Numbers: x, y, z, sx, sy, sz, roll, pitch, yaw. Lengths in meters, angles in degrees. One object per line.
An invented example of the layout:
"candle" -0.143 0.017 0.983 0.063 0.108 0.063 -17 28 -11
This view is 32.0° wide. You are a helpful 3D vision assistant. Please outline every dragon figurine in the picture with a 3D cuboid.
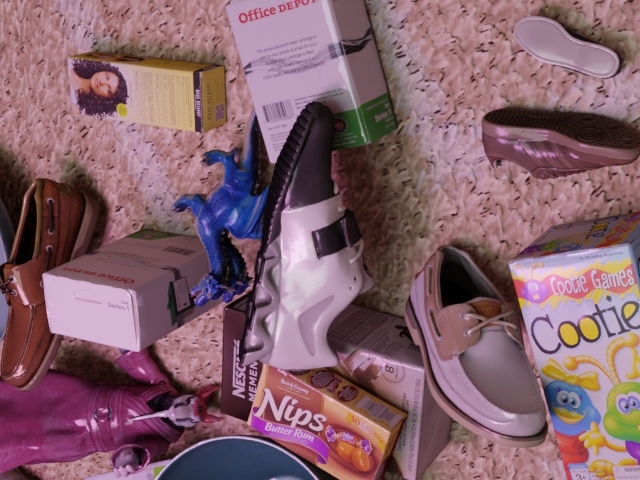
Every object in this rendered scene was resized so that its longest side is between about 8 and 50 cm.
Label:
"dragon figurine" -0.100 -0.051 1.482 0.144 0.085 0.289 37 100 15

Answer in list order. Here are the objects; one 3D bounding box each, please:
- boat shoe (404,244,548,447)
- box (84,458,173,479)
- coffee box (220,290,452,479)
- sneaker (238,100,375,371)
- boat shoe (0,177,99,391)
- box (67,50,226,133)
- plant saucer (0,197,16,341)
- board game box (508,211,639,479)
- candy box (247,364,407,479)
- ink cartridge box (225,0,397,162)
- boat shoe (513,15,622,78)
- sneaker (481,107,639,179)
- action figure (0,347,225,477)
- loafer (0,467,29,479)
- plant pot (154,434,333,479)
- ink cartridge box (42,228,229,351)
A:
"boat shoe" 0.175 0.113 1.285 0.302 0.113 0.103 -122 38 -54
"box" -0.236 0.471 1.677 0.231 0.126 0.262 -20 68 35
"coffee box" 0.022 0.179 1.481 0.297 0.119 0.168 14 115 26
"sneaker" 0.000 0.000 1.349 0.146 0.122 0.331 9 104 -8
"boat shoe" -0.423 0.060 1.624 0.110 0.104 0.307 -6 66 44
"box" -0.241 -0.207 1.539 0.232 0.058 0.087 9 112 28
"plant saucer" -0.552 0.015 1.773 0.317 0.043 0.318 20 118 45
"board game box" 0.332 0.123 1.256 0.142 0.144 0.275 -10 101 34
"candy box" 0.006 0.224 1.401 0.186 0.053 0.109 27 121 18
"ink cartridge box" -0.011 -0.215 1.376 0.153 0.087 0.209 -7 105 33
"boat shoe" 0.274 -0.212 1.235 0.125 0.038 0.046 24 99 21
"sneaker" 0.274 -0.103 1.270 0.188 0.066 0.071 16 132 32
"action figure" -0.322 0.282 1.690 0.370 0.248 0.276 -2 147 6
"loafer" -0.523 0.450 1.926 0.111 0.112 0.319 -38 94 30
"plant pot" -0.075 0.400 1.518 0.290 0.195 0.290 -1 87 19
"ink cartridge box" -0.249 0.063 1.543 0.160 0.219 0.093 8 111 29
